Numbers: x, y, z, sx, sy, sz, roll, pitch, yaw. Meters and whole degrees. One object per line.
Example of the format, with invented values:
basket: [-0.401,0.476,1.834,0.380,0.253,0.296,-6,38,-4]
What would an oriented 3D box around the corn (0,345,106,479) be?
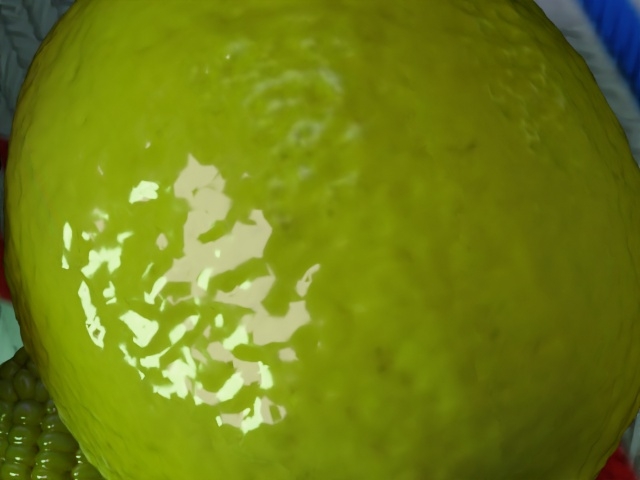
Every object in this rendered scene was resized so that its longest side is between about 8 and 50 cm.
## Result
corn: [-0.095,0.131,0.627,0.067,0.067,0.206,3,90,41]

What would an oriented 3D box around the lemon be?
lemon: [0.001,0.003,0.484,0.181,0.180,0.193,-26,93,37]
